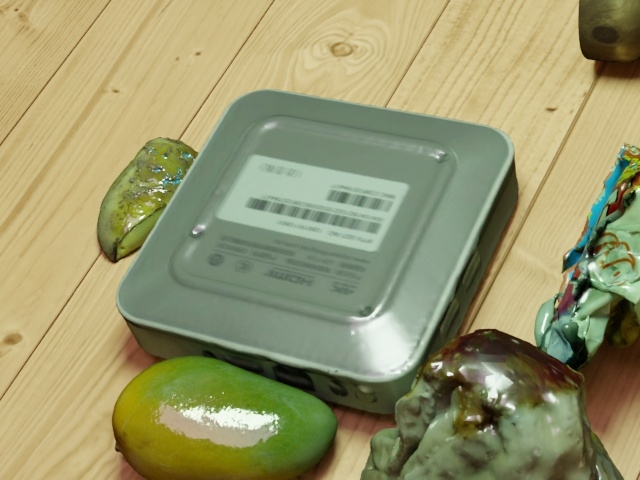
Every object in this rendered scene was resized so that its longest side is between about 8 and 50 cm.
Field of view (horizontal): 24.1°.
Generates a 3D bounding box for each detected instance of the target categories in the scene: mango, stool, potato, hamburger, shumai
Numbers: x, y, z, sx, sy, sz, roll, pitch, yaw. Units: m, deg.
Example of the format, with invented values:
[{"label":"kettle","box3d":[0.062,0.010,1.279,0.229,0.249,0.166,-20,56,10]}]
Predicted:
[{"label":"mango","box3d":[-0.109,0.210,1.667,0.251,0.114,0.156,12,46,9]},{"label":"stool","box3d":[0.470,-0.298,1.862,0.264,0.179,0.179,10,56,22]},{"label":"potato","box3d":[-0.228,-0.063,1.949,0.119,0.054,0.198,27,64,28]},{"label":"hamburger","box3d":[0.344,0.039,1.626,0.150,0.260,0.276,25,95,4]},{"label":"shumai","box3d":[0.157,0.230,1.476,0.309,0.263,0.304,19,58,27]}]

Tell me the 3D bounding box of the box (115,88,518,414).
[{"label":"box","box3d":[0.001,-0.001,1.797,0.396,0.111,0.396,11,54,24]}]
